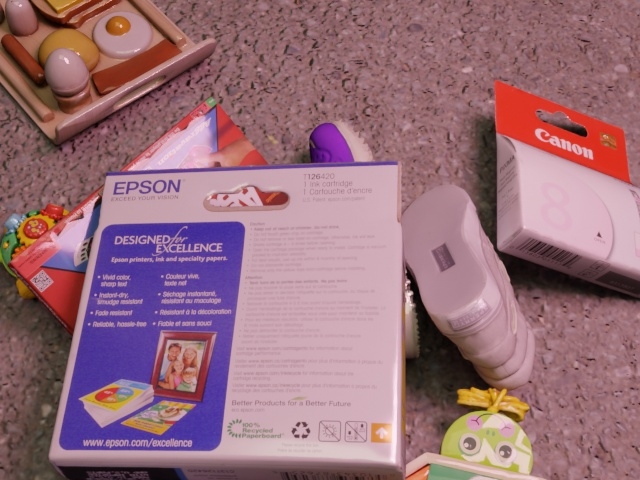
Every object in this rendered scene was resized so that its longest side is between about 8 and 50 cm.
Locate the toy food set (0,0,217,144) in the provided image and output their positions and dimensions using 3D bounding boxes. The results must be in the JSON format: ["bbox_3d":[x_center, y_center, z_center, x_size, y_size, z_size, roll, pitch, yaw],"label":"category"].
[{"bbox_3d":[-0.303,-0.271,1.210,0.220,0.092,0.306,-35,66,-20],"label":"toy food set"}]

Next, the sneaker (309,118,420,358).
[{"bbox_3d":[0.000,0.000,1.045,0.146,0.102,0.293,-13,58,-3],"label":"sneaker"}]

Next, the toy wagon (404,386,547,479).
[{"bbox_3d":[0.120,0.288,0.865,0.267,0.068,0.344,12,71,6],"label":"toy wagon"}]

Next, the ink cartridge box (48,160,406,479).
[{"bbox_3d":[-0.072,0.071,0.933,0.304,0.072,0.307,-1,56,8],"label":"ink cartridge box"}]

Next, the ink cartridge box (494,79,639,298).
[{"bbox_3d":[0.278,-0.069,1.080,0.189,0.066,0.232,18,60,-19],"label":"ink cartridge box"}]

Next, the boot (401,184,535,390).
[{"bbox_3d":[0.149,0.048,1.028,0.095,0.123,0.258,-27,27,14],"label":"boot"}]

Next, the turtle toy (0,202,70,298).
[{"bbox_3d":[-0.280,-0.002,1.059,0.130,0.066,0.095,-17,60,-12],"label":"turtle toy"}]

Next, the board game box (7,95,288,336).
[{"bbox_3d":[-0.169,-0.013,1.052,0.281,0.027,0.145,-45,102,-24],"label":"board game box"}]
